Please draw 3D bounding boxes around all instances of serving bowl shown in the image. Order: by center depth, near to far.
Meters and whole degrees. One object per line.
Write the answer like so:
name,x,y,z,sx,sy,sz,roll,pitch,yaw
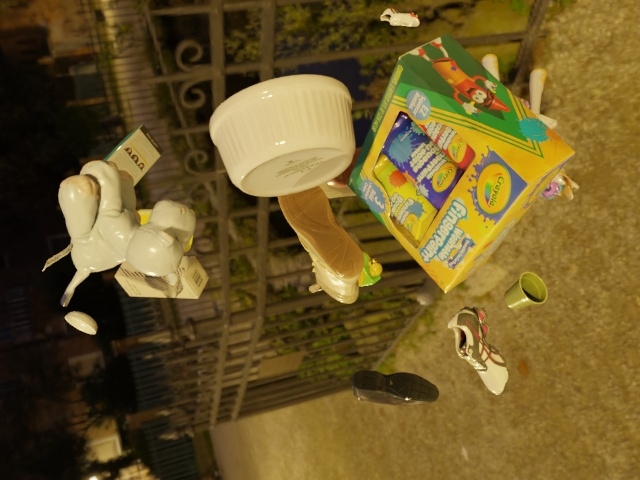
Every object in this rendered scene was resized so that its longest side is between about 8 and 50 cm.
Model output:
serving bowl,-0.588,0.199,1.756,0.083,0.083,0.027,107,-173,-59

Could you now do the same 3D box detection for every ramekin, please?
ramekin,-0.060,-0.179,1.291,0.273,0.273,0.127,122,135,-68

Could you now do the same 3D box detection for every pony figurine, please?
pony figurine,0.478,-0.277,1.755,0.303,0.351,0.363,-40,53,49

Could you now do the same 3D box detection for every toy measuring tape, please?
toy measuring tape,0.069,0.097,2.288,0.330,0.121,0.121,-13,89,47

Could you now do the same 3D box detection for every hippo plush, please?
hippo plush,-0.393,-0.027,1.451,0.234,0.237,0.294,82,-156,-44

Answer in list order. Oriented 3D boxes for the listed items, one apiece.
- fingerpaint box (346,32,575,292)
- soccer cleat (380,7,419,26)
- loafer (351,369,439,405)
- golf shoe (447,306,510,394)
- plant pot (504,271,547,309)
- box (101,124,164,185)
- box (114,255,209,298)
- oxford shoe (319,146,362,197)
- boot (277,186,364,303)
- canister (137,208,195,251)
fingerpaint box,0.276,-0.151,1.559,0.371,0.163,0.444,49,150,16
soccer cleat,0.155,-0.430,1.378,0.083,0.035,0.029,32,151,31
loafer,0.146,0.295,1.387,0.061,0.170,0.062,86,-163,-46
golf shoe,0.448,0.327,2.035,0.105,0.120,0.272,-28,84,55
plant pot,0.485,0.128,1.698,0.079,0.083,0.083,-44,58,51
box,-0.526,-0.218,1.946,0.100,0.060,0.244,55,-151,-22
box,-0.504,0.115,2.249,0.113,0.275,0.094,63,-144,-40
oxford shoe,0.083,-0.195,2.107,0.147,0.397,0.140,-23,76,33
boot,0.000,0.000,1.470,0.262,0.095,0.203,52,168,20
canister,-0.447,-0.031,2.006,0.073,0.170,0.126,25,-111,-57
